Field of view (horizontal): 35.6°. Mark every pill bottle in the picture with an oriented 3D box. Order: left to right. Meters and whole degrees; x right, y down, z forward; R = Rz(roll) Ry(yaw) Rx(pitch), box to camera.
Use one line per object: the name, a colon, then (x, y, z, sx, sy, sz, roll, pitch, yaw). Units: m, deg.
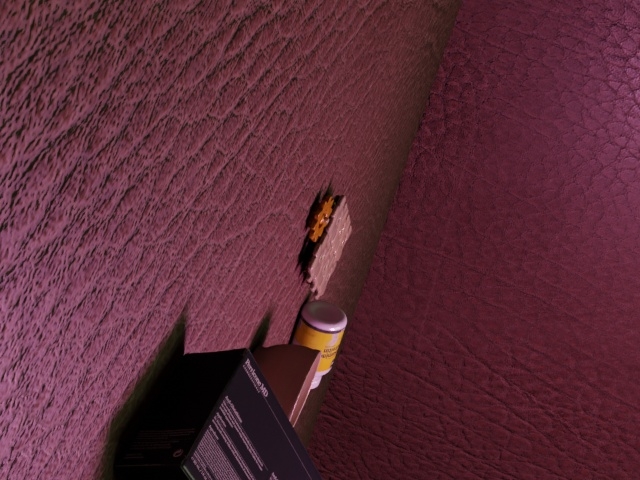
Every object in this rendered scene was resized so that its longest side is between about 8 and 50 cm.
pill bottle: (-0.014, 0.230, 2.176, 0.103, 0.103, 0.184, -56, 165, -61)

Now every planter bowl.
planter bowl: (-0.078, 0.247, 1.727, 0.162, 0.109, 0.162, 21, 90, -83)

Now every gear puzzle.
gear puzzle: (0.000, 0.000, 1.887, 0.339, 0.044, 0.175, 72, 42, -74)

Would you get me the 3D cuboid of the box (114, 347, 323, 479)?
box: (-0.103, 0.285, 1.176, 0.261, 0.103, 0.184, 64, 36, -28)
